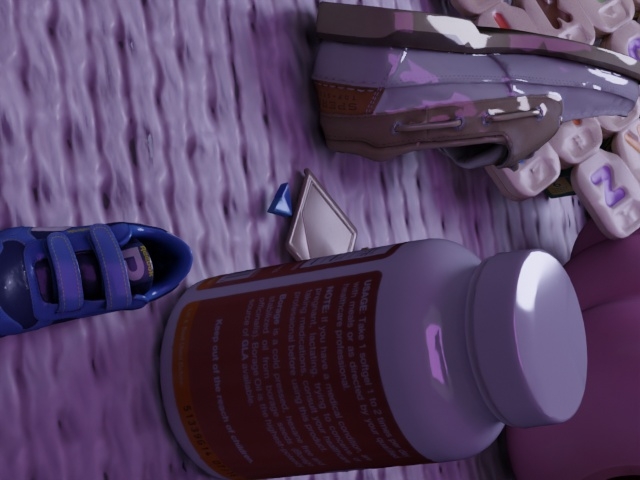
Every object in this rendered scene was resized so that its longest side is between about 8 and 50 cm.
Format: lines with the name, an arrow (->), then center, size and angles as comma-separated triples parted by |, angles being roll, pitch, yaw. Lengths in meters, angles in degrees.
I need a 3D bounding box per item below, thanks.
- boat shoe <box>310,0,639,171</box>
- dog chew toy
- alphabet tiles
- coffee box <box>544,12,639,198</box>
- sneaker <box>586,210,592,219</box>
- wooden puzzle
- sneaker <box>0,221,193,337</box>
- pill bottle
boat shoe -> 0.114, -0.103, 1.155 | 0.302, 0.113, 0.103 | 3, 98, -37
dog chew toy -> 0.256, 0.091, 1.275 | 0.206, 0.207, 0.332 | 58, 29, -32
alphabet tiles -> 0.206, -0.148, 1.295 | 0.284, 0.021, 0.278 | -35, 92, -35
coffee box -> 0.246, -0.130, 1.392 | 0.040, 0.113, 0.184 | 42, 46, -50
sneaker -> 0.301, 0.039, 1.461 | 0.094, 0.081, 0.208 | 13, 70, -59
wooden puzzle -> 0.000, 0.000, 1.051 | 0.116, 0.014, 0.078 | 56, 34, -34
sneaker -> -0.121, 0.015, 0.805 | 0.144, 0.059, 0.053 | -14, 96, -58
pill bottle -> 0.029, 0.065, 0.881 | 0.121, 0.216, 0.121 | 23, 63, -54
